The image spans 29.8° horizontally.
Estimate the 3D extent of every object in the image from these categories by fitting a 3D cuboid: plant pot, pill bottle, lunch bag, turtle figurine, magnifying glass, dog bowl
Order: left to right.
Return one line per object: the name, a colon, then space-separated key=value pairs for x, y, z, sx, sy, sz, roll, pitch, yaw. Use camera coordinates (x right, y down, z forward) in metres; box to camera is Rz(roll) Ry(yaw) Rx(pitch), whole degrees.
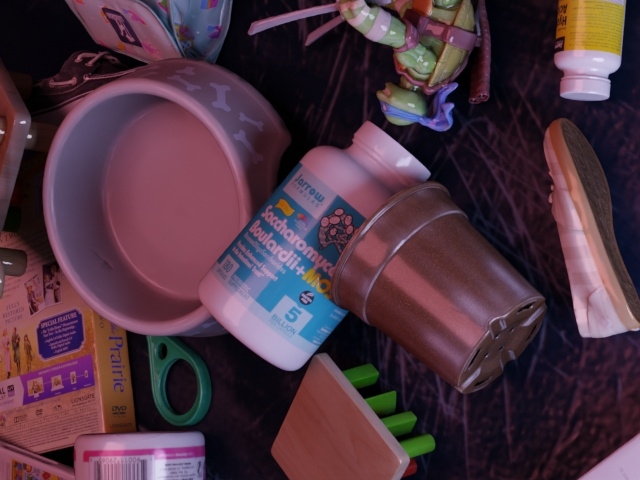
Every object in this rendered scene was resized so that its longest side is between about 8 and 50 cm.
pill bottle: x=-0.217 y=0.375 z=1.457 sx=0.160 sy=0.160 sz=0.283 roll=-8 pitch=80 yaw=40
lunch bag: x=-0.222 y=-0.352 z=1.548 sx=0.223 sy=0.160 sz=0.262 roll=22 pitch=118 yaw=36
magnifying glass: x=-0.205 y=0.137 z=1.566 sx=0.092 sy=0.026 sz=0.231 roll=-45 pitch=60 yaw=29
dog bowl: x=-0.189 y=-0.044 z=1.452 sx=0.349 sy=0.102 sz=0.348 roll=5 pitch=101 yaw=28
pill bottle: x=0.000 y=0.000 z=1.296 sx=0.264 sy=0.146 sz=0.146 roll=-51 pitch=54 yaw=2
turtle figurine: x=0.077 y=-0.274 z=1.250 sx=0.275 sy=0.198 sz=0.266 roll=39 pitch=107 yaw=33
plant pot: x=0.126 y=0.055 z=1.205 sx=0.165 sy=0.167 sz=0.167 roll=42 pitch=113 yaw=26
pill bottle: x=0.261 y=-0.197 z=1.167 sx=0.065 sy=0.065 sz=0.116 roll=3 pitch=87 yaw=41

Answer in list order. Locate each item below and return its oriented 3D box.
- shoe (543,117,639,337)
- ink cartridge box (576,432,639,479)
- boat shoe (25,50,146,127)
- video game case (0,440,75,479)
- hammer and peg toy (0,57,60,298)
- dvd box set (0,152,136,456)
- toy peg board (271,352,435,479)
shoe: x=0.247 y=-0.012 z=1.151 sx=0.058 sy=0.076 sz=0.219 roll=-24 pitch=72 yaw=32
ink cartridge box: x=0.308 y=0.346 z=1.067 sx=0.307 sy=0.072 sz=0.303 roll=-47 pitch=59 yaw=30
boat shoe: x=-0.309 y=-0.211 z=1.638 sx=0.301 sy=0.108 sz=0.102 roll=-9 pitch=90 yaw=47
video game case: x=-0.404 y=0.400 z=1.658 sx=0.206 sy=0.026 sz=0.227 roll=12 pitch=104 yaw=31
hammer and peg toy: x=-0.424 y=-0.079 z=1.558 sx=0.361 sy=0.127 sz=0.266 roll=49 pitch=125 yaw=53
dvd box set: x=-0.399 y=0.095 z=1.713 sx=0.308 sy=0.062 sz=0.420 roll=-20 pitch=73 yaw=38
toy peg board: x=0.041 y=0.228 z=1.318 sx=0.161 sy=0.079 sz=0.160 roll=49 pitch=132 yaw=34
